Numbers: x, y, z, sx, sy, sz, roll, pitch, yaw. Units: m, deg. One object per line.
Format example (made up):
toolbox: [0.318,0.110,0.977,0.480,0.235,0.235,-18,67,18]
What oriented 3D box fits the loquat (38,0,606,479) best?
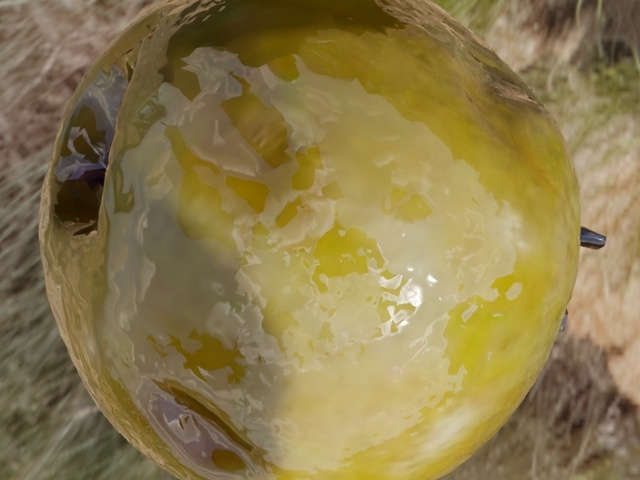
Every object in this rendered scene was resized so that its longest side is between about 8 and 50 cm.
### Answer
loquat: [-0.003,0.000,0.691,0.213,0.213,0.213,3,108,9]
